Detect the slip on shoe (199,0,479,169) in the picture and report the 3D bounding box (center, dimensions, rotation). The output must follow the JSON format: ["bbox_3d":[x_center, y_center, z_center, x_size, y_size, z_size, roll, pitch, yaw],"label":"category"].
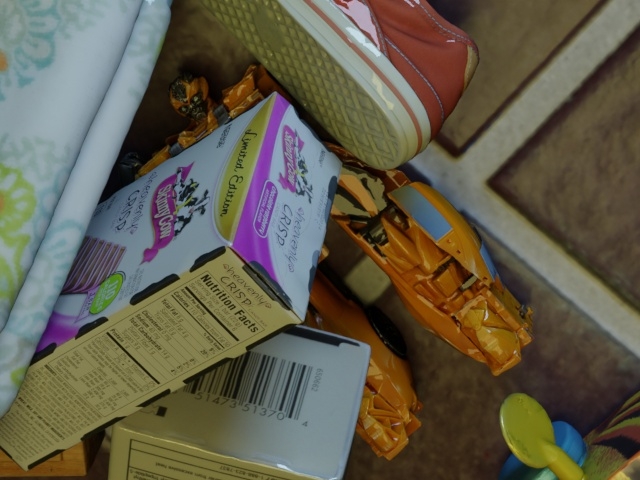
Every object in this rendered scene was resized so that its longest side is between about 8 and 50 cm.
[{"bbox_3d":[-0.027,-0.195,1.197,0.101,0.123,0.331,-40,87,-23],"label":"slip on shoe"}]

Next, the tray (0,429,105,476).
[{"bbox_3d":[-0.372,0.069,1.353,0.410,0.076,0.203,-2,110,7],"label":"tray"}]

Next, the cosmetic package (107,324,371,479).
[{"bbox_3d":[-0.065,0.196,1.290,0.153,0.129,0.296,14,132,2],"label":"cosmetic package"}]

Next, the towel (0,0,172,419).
[{"bbox_3d":[-0.290,-0.051,1.152,0.320,0.090,0.374,16,77,23],"label":"towel"}]

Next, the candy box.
[{"bbox_3d":[-0.105,0.026,1.167,0.233,0.159,0.071,-29,118,28],"label":"candy box"}]

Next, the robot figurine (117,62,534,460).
[{"bbox_3d":[0.000,0.000,1.283,0.211,0.085,0.291,-40,102,17],"label":"robot figurine"}]

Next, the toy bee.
[{"bbox_3d":[0.179,0.212,1.308,0.195,0.162,0.298,25,111,-6],"label":"toy bee"}]
